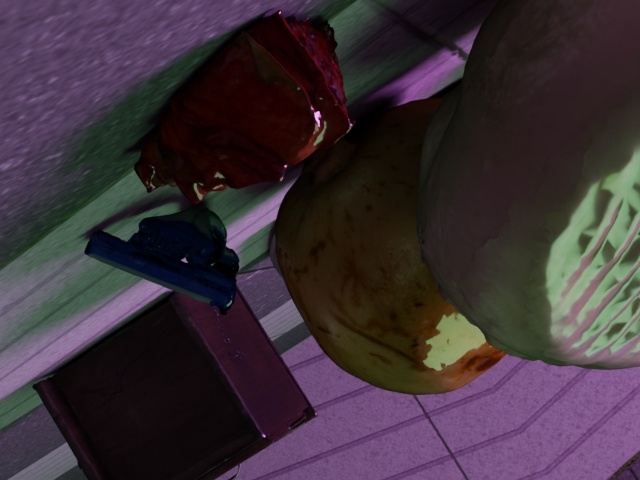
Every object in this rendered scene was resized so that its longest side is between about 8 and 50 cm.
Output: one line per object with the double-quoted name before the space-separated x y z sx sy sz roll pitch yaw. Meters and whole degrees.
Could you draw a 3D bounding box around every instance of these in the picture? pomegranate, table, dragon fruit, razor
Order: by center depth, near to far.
"dragon fruit" -0.038 -0.049 0.733 0.131 0.063 0.097 -35 174 23
"razor" -0.083 0.005 1.053 0.324 0.093 0.056 24 88 -88
"pomegranate" 0.064 -0.002 1.097 0.215 0.215 0.215 -32 174 -3
"table" -0.131 0.156 1.442 0.169 0.172 0.193 -33 175 10

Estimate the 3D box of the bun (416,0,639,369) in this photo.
"bun" 0.207 -0.087 0.909 0.362 0.234 0.326 -30 152 -18

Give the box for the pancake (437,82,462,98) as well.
"pancake" 0.115 -0.101 1.306 0.212 0.029 0.235 -33 175 -2

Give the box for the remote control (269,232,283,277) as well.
"remote control" -0.001 -0.001 1.437 0.090 0.049 0.230 -29 176 -6
